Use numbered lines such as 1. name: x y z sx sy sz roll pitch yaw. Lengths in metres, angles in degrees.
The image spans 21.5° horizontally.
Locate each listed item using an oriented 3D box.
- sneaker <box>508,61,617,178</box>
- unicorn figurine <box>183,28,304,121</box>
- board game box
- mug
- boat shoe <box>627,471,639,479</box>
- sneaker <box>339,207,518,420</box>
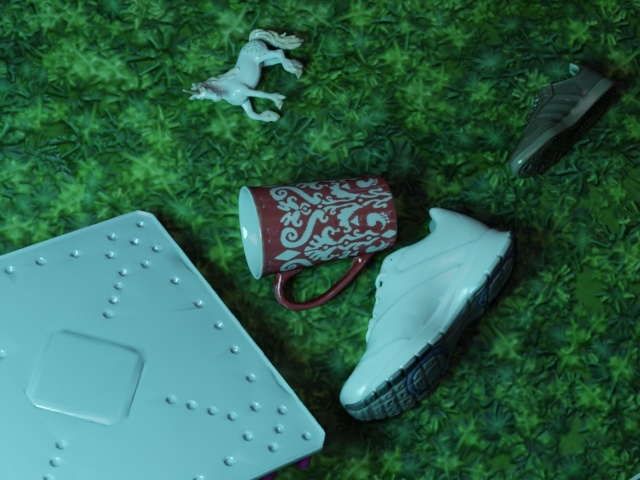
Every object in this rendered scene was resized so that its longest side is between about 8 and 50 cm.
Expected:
1. sneaker: 0.287 -0.151 2.116 0.071 0.066 0.188 38 65 26
2. unicorn figurine: -0.091 -0.198 2.094 0.111 0.060 0.162 25 54 4
3. board game box: -0.257 0.162 1.835 0.390 0.050 0.390 -20 55 -31
4. mug: -0.003 -0.007 2.020 0.169 0.150 0.113 -10 35 -13
5. boat shoe: 0.335 0.408 1.802 0.187 0.156 0.500 45 48 2
6. sneaker: 0.110 0.087 1.997 0.129 0.111 0.297 30 66 22
